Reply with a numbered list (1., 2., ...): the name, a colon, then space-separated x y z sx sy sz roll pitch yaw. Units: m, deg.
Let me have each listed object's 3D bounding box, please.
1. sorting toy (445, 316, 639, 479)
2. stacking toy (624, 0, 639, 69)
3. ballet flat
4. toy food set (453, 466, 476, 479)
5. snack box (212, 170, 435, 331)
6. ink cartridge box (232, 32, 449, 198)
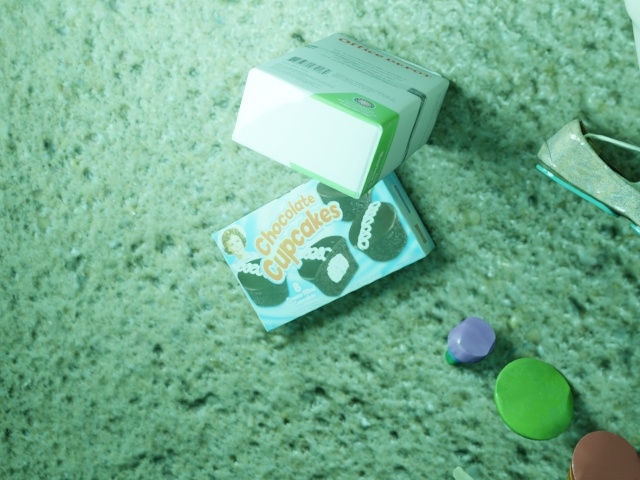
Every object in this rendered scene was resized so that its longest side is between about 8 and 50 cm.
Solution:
1. sorting toy: 0.321 0.277 1.629 0.365 0.127 0.126 45 150 8
2. stacking toy: 0.618 -0.259 1.222 0.480 0.350 0.351 -11 103 8
3. ballet flat: 0.438 -0.057 1.429 0.316 0.107 0.106 38 103 15
4. toy food set: 0.213 0.477 1.764 0.132 0.038 0.192 39 119 8
5. snack box: 0.000 0.000 1.686 0.322 0.060 0.187 -28 94 30
6. ink cartridge box: 0.035 -0.183 1.485 0.198 0.273 0.115 26 119 15
